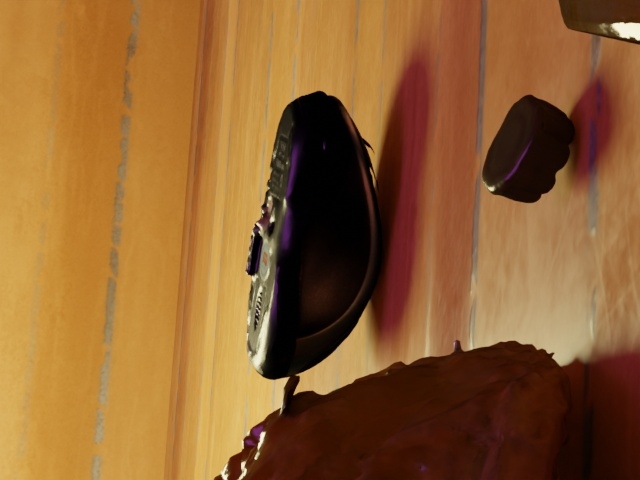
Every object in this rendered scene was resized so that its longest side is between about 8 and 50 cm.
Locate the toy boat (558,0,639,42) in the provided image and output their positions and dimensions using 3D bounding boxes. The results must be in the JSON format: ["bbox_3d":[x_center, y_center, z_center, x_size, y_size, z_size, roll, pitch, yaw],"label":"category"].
[{"bbox_3d":[0.149,-0.120,0.778,0.200,0.057,0.077,-133,56,-77],"label":"toy boat"}]

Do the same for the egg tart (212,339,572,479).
[{"bbox_3d":[-0.001,0.179,0.925,0.340,0.153,0.351,-63,9,-30],"label":"egg tart"}]

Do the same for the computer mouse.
[{"bbox_3d":[0.000,0.000,1.459,0.137,0.096,0.233,-138,58,-72],"label":"computer mouse"}]

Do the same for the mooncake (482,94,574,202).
[{"bbox_3d":[0.078,0.073,1.071,0.347,0.057,0.150,104,180,-52],"label":"mooncake"}]
